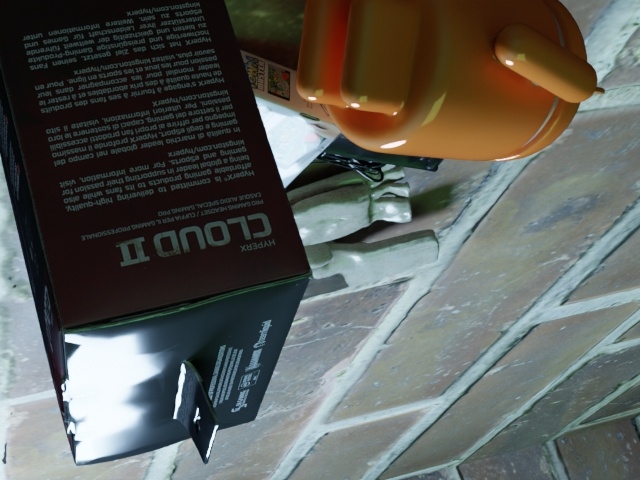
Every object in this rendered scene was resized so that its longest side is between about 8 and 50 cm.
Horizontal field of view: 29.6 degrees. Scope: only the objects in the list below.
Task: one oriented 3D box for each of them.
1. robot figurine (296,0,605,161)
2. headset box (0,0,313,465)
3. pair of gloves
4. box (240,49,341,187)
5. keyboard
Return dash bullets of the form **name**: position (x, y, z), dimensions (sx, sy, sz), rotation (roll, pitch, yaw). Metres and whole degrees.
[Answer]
- **robot figurine**: position (0.088, -0.115, 0.794), dimensions (0.219, 0.128, 0.158), rotation (1, 152, -41)
- **headset box**: position (-0.101, -0.032, 0.612), dimensions (0.110, 0.293, 0.218), rotation (-12, 158, -15)
- **pair of gloves**: position (0.000, 0.000, 1.135), dimensions (0.204, 0.042, 0.240), rotation (-18, 158, 8)
- **box**: position (-0.083, -0.058, 0.876), dimensions (0.114, 0.036, 0.207), rotation (18, 143, -26)
- **keyboard**: position (0.012, -0.093, 0.909), dimensions (0.192, 0.038, 0.100), rotation (9, 142, -23)
